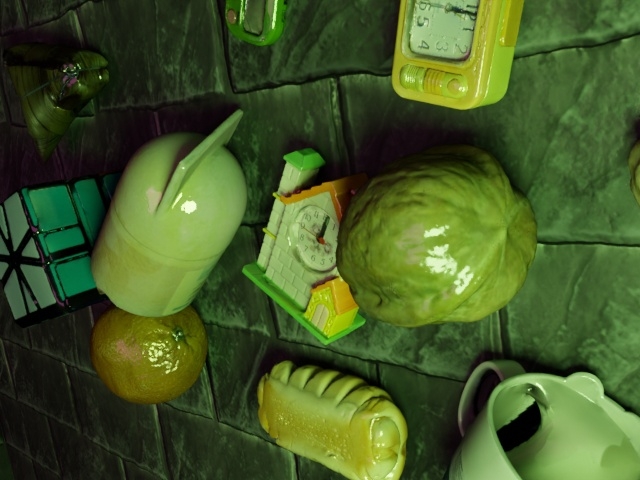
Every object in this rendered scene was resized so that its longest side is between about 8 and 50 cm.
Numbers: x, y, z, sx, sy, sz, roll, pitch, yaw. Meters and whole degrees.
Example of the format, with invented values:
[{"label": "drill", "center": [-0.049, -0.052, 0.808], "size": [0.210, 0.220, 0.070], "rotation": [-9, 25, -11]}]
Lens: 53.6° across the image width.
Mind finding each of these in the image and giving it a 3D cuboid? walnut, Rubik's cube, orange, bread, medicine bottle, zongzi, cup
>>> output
[{"label": "walnut", "center": [0.143, -0.005, 0.844], "size": [0.283, 0.227, 0.283], "rotation": [-41, 34, 36]}, {"label": "Rubik's cube", "center": [-0.565, 0.016, 1.463], "size": [0.293, 0.283, 0.289], "rotation": [-20, 89, 46]}, {"label": "orange", "center": [-0.369, 0.230, 1.382], "size": [0.264, 0.264, 0.264], "rotation": [16, 115, 38]}, {"label": "bread", "center": [0.017, 0.313, 1.140], "size": [0.311, 0.121, 0.173], "rotation": [12, 109, 39]}, {"label": "medicine bottle", "center": [-0.271, -0.057, 1.197], "size": [0.236, 0.235, 0.406], "rotation": [52, 133, 16]}, {"label": "zongzi", "center": [-0.603, -0.303, 1.486], "size": [0.286, 0.138, 0.300], "rotation": [18, 116, 33]}, {"label": "cup", "center": [0.273, 0.303, 0.854], "size": [0.290, 0.219, 0.258], "rotation": [-110, 28, -45]}]

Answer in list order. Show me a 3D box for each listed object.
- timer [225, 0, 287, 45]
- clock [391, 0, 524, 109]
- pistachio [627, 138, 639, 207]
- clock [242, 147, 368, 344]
[{"label": "timer", "center": [-0.106, -0.401, 1.057], "size": [0.128, 0.047, 0.140], "rotation": [30, 123, 34]}, {"label": "clock", "center": [0.175, -0.278, 0.809], "size": [0.143, 0.096, 0.202], "rotation": [24, 119, 39]}, {"label": "pistachio", "center": [0.425, -0.041, 0.646], "size": [0.226, 0.136, 0.136], "rotation": [30, 123, 25]}, {"label": "clock", "center": [0.000, 0.000, 1.057], "size": [0.220, 0.106, 0.255], "rotation": [37, 126, 28]}]
